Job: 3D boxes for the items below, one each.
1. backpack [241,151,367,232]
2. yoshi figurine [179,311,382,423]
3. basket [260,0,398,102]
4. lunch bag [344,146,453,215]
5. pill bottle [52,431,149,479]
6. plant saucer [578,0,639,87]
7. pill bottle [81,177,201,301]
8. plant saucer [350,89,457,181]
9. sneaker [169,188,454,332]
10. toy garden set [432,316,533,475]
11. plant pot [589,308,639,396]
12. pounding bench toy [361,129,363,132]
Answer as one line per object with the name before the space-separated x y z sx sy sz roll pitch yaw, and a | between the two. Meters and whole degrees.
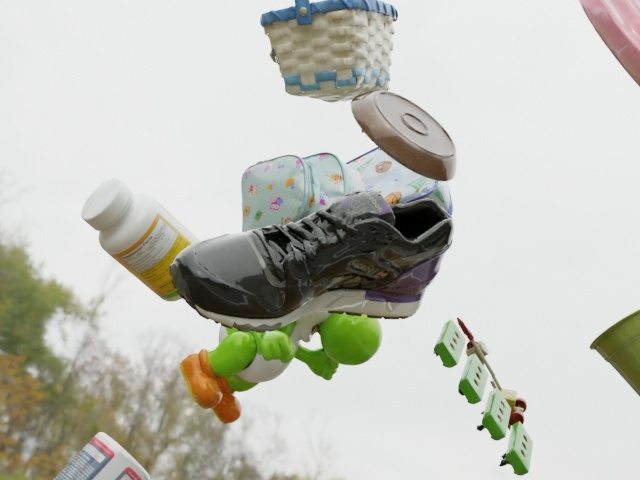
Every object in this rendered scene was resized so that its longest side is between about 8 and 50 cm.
backpack | -0.026 -0.051 1.561 0.188 0.165 0.144 -15 -32 21
yoshi figurine | -0.042 0.191 1.763 0.203 0.362 0.203 56 -1 -20
basket | 0.013 -0.380 1.697 0.201 0.288 0.255 0 2 23
lunch bag | 0.120 -0.089 2.055 0.303 0.243 0.115 -24 -50 14
pill bottle | -0.350 0.383 1.508 0.108 0.180 0.108 37 -22 17
plant saucer | 0.461 -0.235 1.285 0.332 0.332 0.084 30 -57 -26
pill bottle | -0.335 -0.004 1.961 0.136 0.136 0.245 -9 -43 43
plant saucer | 0.116 -0.144 1.338 0.168 0.168 0.029 26 -59 -20
sneaker | 0.000 0.000 0.931 0.283 0.107 0.124 -3 -46 -38
toy garden set | 0.257 0.239 1.652 0.049 0.204 0.244 -32 -85 21
plant pot | 0.299 0.107 0.916 0.083 0.079 0.083 -25 -23 -11
pounding bench toy | 0.146 -0.271 2.360 0.065 0.052 0.083 12 12 35
